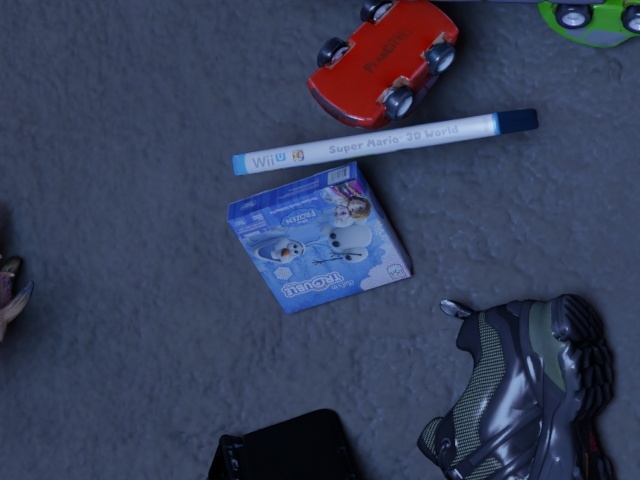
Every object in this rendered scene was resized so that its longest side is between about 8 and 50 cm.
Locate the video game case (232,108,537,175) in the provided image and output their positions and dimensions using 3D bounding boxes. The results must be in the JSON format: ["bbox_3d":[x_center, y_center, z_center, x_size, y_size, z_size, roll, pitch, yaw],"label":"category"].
[{"bbox_3d":[0.042,-0.061,1.210,0.166,0.119,0.015,-9,93,18],"label":"video game case"}]

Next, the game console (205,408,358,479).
[{"bbox_3d":[-0.028,0.179,1.247,0.071,0.122,0.107,10,119,-19],"label":"game console"}]

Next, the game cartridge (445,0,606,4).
[{"bbox_3d":[0.078,-0.312,1.178,0.230,0.068,0.355,4,71,14],"label":"game cartridge"}]

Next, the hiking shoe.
[{"bbox_3d":[0.120,0.147,1.213,0.114,0.086,0.227,-1,83,32],"label":"hiking shoe"}]

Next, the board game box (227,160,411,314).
[{"bbox_3d":[0.000,0.000,1.247,0.090,0.090,0.020,-18,39,17],"label":"board game box"}]

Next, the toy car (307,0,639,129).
[{"bbox_3d":[0.114,-0.153,1.202,0.225,0.053,0.239,6,61,3],"label":"toy car"}]

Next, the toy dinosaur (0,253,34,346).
[{"bbox_3d":[-0.304,-0.007,1.329,0.200,0.127,0.296,-27,69,9],"label":"toy dinosaur"}]
